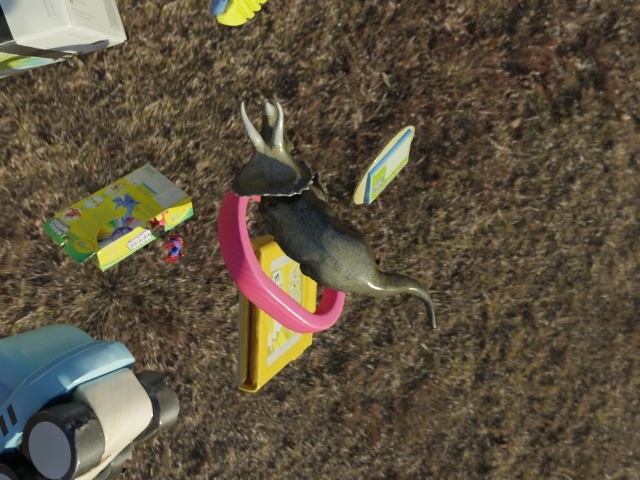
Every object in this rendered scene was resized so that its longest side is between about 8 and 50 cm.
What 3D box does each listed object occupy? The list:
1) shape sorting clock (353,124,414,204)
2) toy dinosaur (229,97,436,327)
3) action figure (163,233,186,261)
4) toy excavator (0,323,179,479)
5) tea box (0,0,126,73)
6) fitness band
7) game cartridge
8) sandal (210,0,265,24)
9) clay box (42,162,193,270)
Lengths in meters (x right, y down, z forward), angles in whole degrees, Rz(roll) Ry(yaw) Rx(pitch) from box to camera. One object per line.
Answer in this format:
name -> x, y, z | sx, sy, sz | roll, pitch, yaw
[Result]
shape sorting clock -> 0.136, -0.165, 1.439 | 0.040, 0.206, 0.206 | 37, 74, 17
toy dinosaur -> 0.000, 0.000, 0.738 | 0.121, 0.160, 0.314 | -36, 88, 9
action figure -> -0.243, 0.010, 1.111 | 0.030, 0.115, 0.038 | -15, 102, -6
toy excavator -> -0.512, 0.234, 1.076 | 0.433, 0.222, 0.445 | -44, 76, 23
tea box -> -0.515, -0.373, 1.004 | 0.323, 0.329, 0.220 | -15, 103, 1
fitness band -> -0.052, 0.026, 1.053 | 0.291, 0.054, 0.209 | 43, 40, -41
game cartridge -> -0.077, 0.121, 1.364 | 0.052, 0.323, 0.286 | 7, 102, 20
sandal -> -0.144, -0.573, 1.308 | 0.138, 0.126, 0.318 | 25, 79, 2
clay box -> -0.348, -0.037, 1.145 | 0.127, 0.053, 0.222 | 36, 57, 28
